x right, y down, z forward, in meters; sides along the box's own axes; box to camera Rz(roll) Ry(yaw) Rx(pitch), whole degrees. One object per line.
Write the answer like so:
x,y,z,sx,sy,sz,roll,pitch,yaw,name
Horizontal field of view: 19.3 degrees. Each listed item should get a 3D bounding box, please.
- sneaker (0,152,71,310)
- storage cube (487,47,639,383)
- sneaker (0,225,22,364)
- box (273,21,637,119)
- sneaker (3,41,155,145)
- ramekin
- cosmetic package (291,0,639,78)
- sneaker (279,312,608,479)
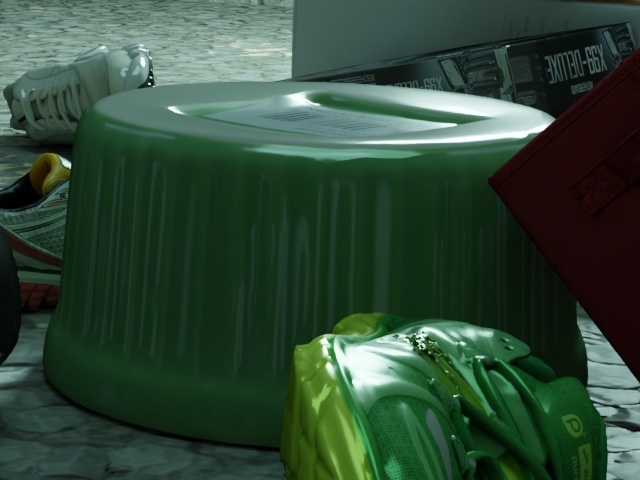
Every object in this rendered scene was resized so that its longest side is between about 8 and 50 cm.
-0.144,-0.007,1.187,0.225,0.093,0.088,-2,12,-27,sneaker
0.232,-0.018,0.895,0.183,0.193,0.215,-41,-11,29,storage cube
-0.289,0.039,0.957,0.281,0.106,0.162,-1,11,44,sneaker
0.108,-0.136,1.742,0.307,0.077,0.242,-5,7,35,box
-0.224,-0.127,1.775,0.118,0.110,0.292,-10,7,-19,sneaker
0.000,0.000,1.037,0.303,0.148,0.303,2,11,0,ramekin
0.215,-0.181,1.952,0.453,0.162,0.230,9,13,34,cosmetic package
0.052,0.082,0.743,0.123,0.109,0.295,0,11,8,sneaker
